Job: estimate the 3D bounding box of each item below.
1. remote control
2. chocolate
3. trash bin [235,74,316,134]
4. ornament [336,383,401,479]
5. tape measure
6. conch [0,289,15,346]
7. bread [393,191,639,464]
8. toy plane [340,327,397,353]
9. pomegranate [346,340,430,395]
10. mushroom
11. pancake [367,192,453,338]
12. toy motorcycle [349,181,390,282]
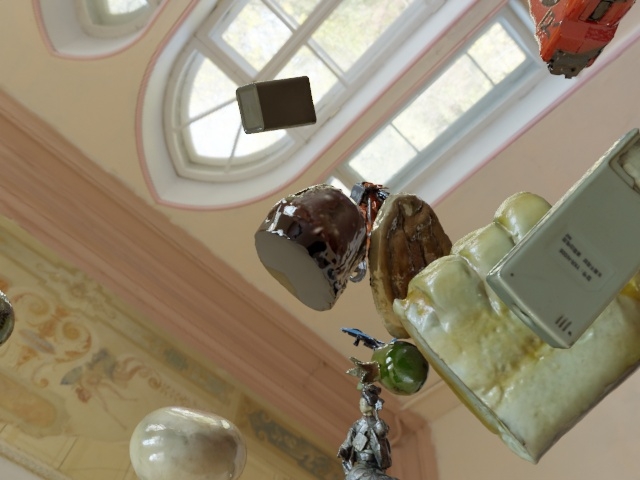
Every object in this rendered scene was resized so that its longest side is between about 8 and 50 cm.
[{"bbox_3d":[0.332,-0.009,0.603,0.123,0.285,0.038,45,168,5],"label":"remote control"},{"bbox_3d":[0.000,0.000,1.148,0.225,0.210,0.340,32,158,18],"label":"chocolate"},{"bbox_3d":[-0.144,-0.439,1.649,0.240,0.122,0.164,-26,-71,-44],"label":"trash bin"},{"bbox_3d":[0.092,0.373,0.966,0.153,0.166,0.196,29,-132,-45],"label":"ornament"},{"bbox_3d":[0.476,-0.469,0.895,0.113,0.260,0.253,7,-122,-7],"label":"tape measure"},{"bbox_3d":[-0.712,0.163,1.024,0.124,0.182,0.187,8,-155,-8],"label":"conch"},{"bbox_3d":[0.311,0.101,0.760,0.300,0.341,0.210,45,178,9],"label":"bread"},{"bbox_3d":[0.192,0.401,1.985,0.246,0.078,0.169,14,163,8],"label":"toy plane"},{"bbox_3d":[0.166,0.317,1.228,0.190,0.152,0.131,-6,-102,-23],"label":"pomegranate"},{"bbox_3d":[-0.279,0.450,1.039,0.245,0.203,0.246,19,175,2],"label":"mushroom"},{"bbox_3d":[0.244,0.062,1.296,0.386,0.082,0.388,6,-98,-49],"label":"pancake"},{"bbox_3d":[0.113,-0.043,1.625,0.147,0.326,0.221,3,-156,-43],"label":"toy motorcycle"}]
